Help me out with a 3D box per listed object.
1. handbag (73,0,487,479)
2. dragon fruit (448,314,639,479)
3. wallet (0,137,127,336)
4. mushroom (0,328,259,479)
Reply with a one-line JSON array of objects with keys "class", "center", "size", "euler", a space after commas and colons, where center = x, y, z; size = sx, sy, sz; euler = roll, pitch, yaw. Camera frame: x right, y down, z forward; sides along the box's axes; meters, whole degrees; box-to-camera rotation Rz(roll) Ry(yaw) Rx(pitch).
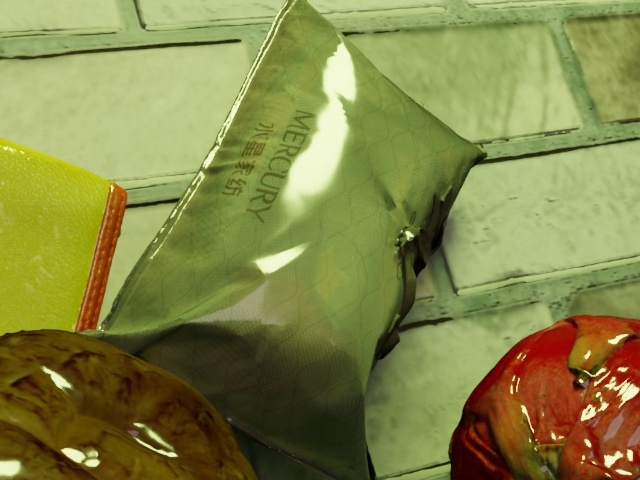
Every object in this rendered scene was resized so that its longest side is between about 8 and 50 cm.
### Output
[{"class": "handbag", "center": [0.000, 0.000, 0.606], "size": [0.182, 0.117, 0.270], "euler": [38, 56, -18]}, {"class": "dragon fruit", "center": [0.153, 0.123, 0.585], "size": [0.209, 0.172, 0.172], "euler": [25, 54, -58]}, {"class": "wallet", "center": [-0.181, 0.067, 0.535], "size": [0.141, 0.067, 0.241], "euler": [16, 70, -22]}, {"class": "mushroom", "center": [-0.089, 0.124, 0.413], "size": [0.194, 0.138, 0.231], "euler": [20, 30, -8]}]
